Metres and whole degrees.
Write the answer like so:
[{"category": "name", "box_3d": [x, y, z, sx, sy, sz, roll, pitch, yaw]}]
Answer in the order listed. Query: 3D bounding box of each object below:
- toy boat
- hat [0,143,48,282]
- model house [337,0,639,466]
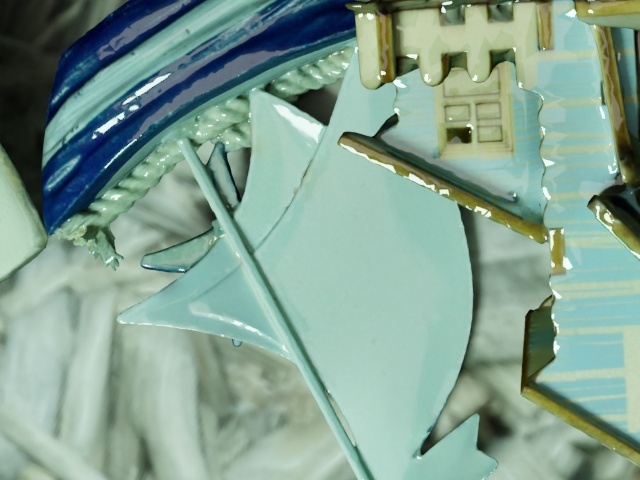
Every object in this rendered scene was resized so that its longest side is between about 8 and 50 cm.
[{"category": "toy boat", "box_3d": [-0.030, -0.001, 0.818, 0.210, 0.070, 0.291, -6, 90, 14]}, {"category": "hat", "box_3d": [-0.245, -0.105, 0.878, 0.258, 0.168, 0.301, -27, 106, 30]}, {"category": "model house", "box_3d": [0.145, -0.006, 0.688, 0.271, 0.178, 0.206, -3, 103, 5]}]
